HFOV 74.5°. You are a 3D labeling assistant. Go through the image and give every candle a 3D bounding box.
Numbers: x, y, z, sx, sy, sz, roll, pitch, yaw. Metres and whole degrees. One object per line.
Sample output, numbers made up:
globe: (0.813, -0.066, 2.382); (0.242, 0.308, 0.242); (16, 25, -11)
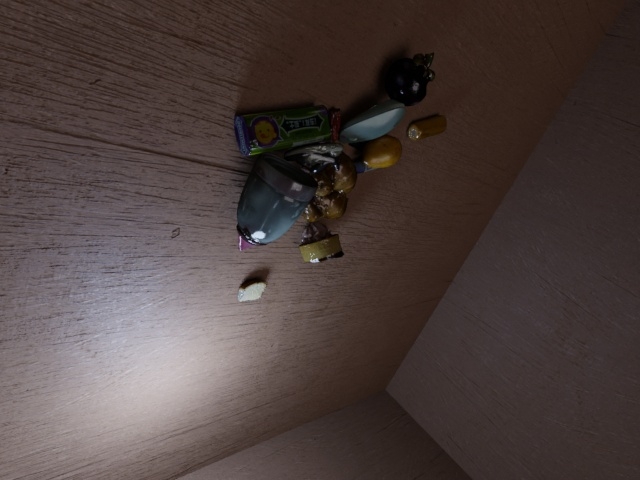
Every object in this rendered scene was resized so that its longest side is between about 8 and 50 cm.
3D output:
candle: (0.051, -0.440, 1.657); (0.048, 0.053, 0.162); (-22, 139, -26)

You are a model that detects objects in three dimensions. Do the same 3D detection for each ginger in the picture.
ginger: (0.025, -0.226, 1.729); (0.274, 0.152, 0.358); (-17, 134, -41)

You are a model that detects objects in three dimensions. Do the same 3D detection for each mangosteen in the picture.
mangosteen: (0.369, -0.649, 1.683); (0.230, 0.194, 0.194); (-34, 147, 16)

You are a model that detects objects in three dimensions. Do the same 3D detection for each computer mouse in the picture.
computer mouse: (0.213, -0.461, 1.693); (0.288, 0.097, 0.159); (-30, 171, -2)

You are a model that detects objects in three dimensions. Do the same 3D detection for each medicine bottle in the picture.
medicine bottle: (0.220, -0.346, 1.914); (0.230, 0.059, 0.059); (-21, 135, -36)

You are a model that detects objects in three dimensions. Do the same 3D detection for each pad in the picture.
pad: (0.186, -0.469, 1.814); (0.112, 0.003, 0.157); (7, 116, -49)

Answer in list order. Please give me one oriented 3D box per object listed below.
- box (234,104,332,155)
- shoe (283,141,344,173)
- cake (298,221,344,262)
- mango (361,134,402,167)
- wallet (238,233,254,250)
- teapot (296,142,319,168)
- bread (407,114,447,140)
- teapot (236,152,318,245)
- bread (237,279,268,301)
box: (-0.122, -0.387, 1.463); (0.345, 0.097, 0.134); (-20, 107, -33)
shoe: (-0.019, -0.297, 1.543); (0.227, 0.099, 0.112); (-13, 106, -12)
cake: (0.000, 0.000, 1.909); (0.207, 0.185, 0.178); (-8, 91, -21)
mango: (0.265, -0.388, 1.853); (0.219, 0.145, 0.112); (-26, 173, -30)
wallet: (-0.270, -0.068, 1.667); (0.119, 0.025, 0.232); (-21, 136, -35)
teapot: (-0.046, -0.339, 1.617); (0.098, 0.078, 0.129); (-4, 125, -45)
bread: (0.525, -0.545, 2.051); (0.239, 0.074, 0.093); (-23, 142, -32)
teapot: (-0.171, -0.133, 1.542); (0.312, 0.233, 0.315); (-57, 171, 19)
bread: (-0.307, 0.222, 1.877); (0.129, 0.044, 0.126); (-5, 133, -48)
